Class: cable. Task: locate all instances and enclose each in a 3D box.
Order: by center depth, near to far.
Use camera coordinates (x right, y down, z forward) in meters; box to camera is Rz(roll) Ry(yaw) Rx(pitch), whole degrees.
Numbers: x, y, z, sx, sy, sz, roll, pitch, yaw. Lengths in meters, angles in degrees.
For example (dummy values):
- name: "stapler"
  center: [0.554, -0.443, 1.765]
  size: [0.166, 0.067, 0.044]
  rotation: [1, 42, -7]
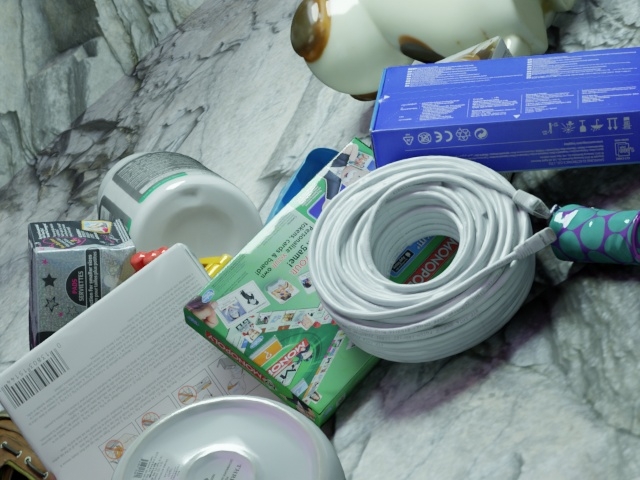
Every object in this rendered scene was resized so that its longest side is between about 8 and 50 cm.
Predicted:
- name: "cable"
  center: [0.117, 0.016, 1.774]
  size: [0.257, 0.089, 0.257]
  rotation: [-39, 49, -8]

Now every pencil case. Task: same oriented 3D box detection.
- name: "pencil case"
  center: [0.312, -0.009, 1.686]
  size: [0.070, 0.064, 0.151]
  rotation: [-57, 26, -15]

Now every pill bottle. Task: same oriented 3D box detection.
- name: "pill bottle"
  center: [-0.229, -0.028, 2.401]
  size: [0.204, 0.204, 0.361]
  rotation: [-40, 21, -7]

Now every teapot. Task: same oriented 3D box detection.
- name: "teapot"
  center: [-0.084, 0.294, 1.529]
  size: [0.256, 0.187, 0.252]
  rotation: [-25, 45, -16]

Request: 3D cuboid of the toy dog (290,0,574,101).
- name: "toy dog"
  center: [0.160, -0.347, 2.397]
  size: [0.408, 0.284, 0.395]
  rotation: [-12, 71, 34]

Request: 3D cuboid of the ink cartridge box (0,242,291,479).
- name: "ink cartridge box"
  center: [-0.211, 0.193, 1.908]
  size: [0.296, 0.261, 0.066]
  rotation: [-36, -9, 1]

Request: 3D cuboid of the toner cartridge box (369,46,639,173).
- name: "toner cartridge box"
  center: [0.242, -0.154, 1.883]
  size: [0.347, 0.075, 0.165]
  rotation: [-3, 32, 12]

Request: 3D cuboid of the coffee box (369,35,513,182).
- name: "coffee box"
  center: [0.170, -0.131, 2.095]
  size: [0.168, 0.119, 0.297]
  rotation: [-20, 26, 31]

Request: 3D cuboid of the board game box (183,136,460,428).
- name: "board game box"
  center: [0.020, 0.044, 1.871]
  size: [0.317, 0.213, 0.046]
  rotation: [-45, -19, -22]

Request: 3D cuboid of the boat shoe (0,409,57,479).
- name: "boat shoe"
  center: [-0.399, 0.303, 2.101]
  size: [0.307, 0.111, 0.104]
  rotation: [-8, 34, 53]

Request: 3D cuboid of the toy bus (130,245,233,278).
- name: "toy bus"
  center: [-0.181, 0.092, 2.063]
  size: [0.220, 0.211, 0.149]
  rotation: [-10, 35, 53]

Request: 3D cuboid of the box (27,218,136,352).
- name: "box"
  center: [-0.332, 0.110, 2.169]
  size: [0.142, 0.247, 0.163]
  rotation: [-4, 16, -13]

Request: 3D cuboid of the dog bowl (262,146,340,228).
- name: "dog bowl"
  center: [0.000, 0.000, 2.049]
  size: [0.074, 0.166, 0.297]
  rotation: [-38, 17, 32]
